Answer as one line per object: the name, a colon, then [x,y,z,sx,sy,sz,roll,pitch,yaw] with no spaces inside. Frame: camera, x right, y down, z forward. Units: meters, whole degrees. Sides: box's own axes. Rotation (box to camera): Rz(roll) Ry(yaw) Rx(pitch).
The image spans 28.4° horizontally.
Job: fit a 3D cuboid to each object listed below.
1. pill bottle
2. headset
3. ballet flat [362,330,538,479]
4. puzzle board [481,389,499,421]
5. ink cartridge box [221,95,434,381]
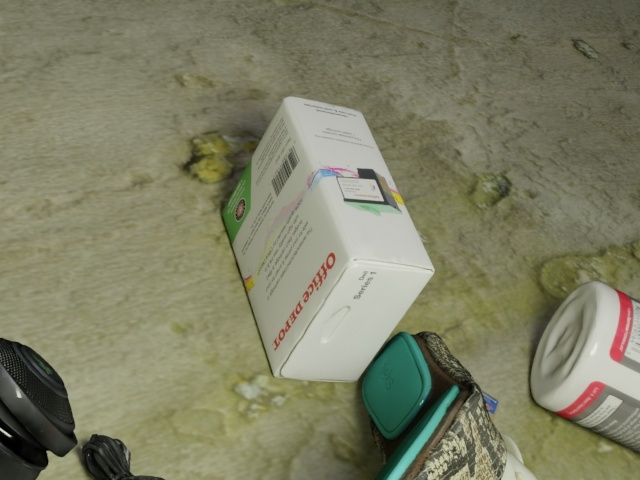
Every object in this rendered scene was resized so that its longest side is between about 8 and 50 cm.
pill bottle: [0.445,0.193,1.616,0.319,0.176,0.176,26,35,-9]
headset: [-0.300,0.176,1.046,0.394,0.243,0.185,23,13,-38]
ballet flat: [0.134,0.216,1.266,0.182,0.164,0.483,36,10,-3]
puzzle board: [0.154,0.192,1.540,0.128,0.011,0.096,33,33,1]
ink cartridge box: [0.000,0.000,1.489,0.117,0.201,0.278,8,41,-30]
